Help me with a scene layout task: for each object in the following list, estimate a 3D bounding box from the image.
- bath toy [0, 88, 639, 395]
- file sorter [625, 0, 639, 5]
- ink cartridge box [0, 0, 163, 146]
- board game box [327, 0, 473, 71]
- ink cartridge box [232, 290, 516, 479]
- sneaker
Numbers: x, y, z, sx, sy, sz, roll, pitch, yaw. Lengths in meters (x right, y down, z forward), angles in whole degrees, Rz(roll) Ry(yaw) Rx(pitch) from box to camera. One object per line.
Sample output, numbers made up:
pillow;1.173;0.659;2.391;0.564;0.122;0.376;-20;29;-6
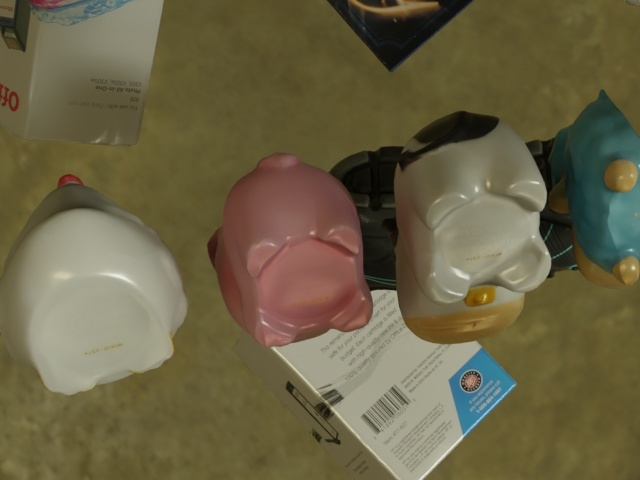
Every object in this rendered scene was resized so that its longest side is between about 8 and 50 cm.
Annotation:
bath toy;0.000;0.000;0.805;0.348;0.129;0.151;-9;128;-10
file sorter;0.197;-0.230;0.820;0.193;0.277;0.173;-48;143;-51
ink cartridge box;-0.174;-0.183;0.997;0.093;0.154;0.212;-1;110;-37
board game box;0.014;-0.222;0.684;0.165;0.042;0.243;-41;102;11
ink cartridge box;0.046;0.111;1.333;0.148;0.203;0.086;-40;172;-25
sneaker;0.135;-0.011;1.100;0.267;0.101;0.106;1;128;5
